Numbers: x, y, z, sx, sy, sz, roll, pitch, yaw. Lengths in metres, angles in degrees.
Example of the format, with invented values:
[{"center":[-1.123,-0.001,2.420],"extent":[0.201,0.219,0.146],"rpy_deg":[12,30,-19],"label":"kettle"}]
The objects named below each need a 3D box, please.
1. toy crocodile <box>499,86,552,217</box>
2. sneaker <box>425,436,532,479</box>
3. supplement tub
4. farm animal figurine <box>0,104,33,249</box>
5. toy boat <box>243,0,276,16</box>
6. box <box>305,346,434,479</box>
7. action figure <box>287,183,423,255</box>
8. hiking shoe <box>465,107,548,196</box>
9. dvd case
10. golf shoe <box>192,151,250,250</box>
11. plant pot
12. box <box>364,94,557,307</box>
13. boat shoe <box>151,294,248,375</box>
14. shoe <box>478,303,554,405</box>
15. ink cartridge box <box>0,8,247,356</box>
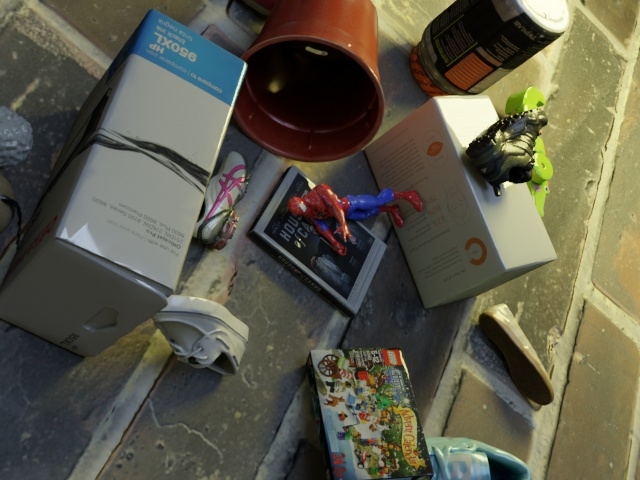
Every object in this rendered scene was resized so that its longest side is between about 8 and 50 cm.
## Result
[{"center":[0.457,-0.192,1.982],"extent":[0.105,0.115,0.340],"rpy_deg":[18,58,-31],"label":"toy crocodile"},{"center":[0.195,0.370,1.467],"extent":[0.366,0.150,0.135],"rpy_deg":[10,61,-34],"label":"sneaker"},{"center":[0.346,-0.433,1.883],"extent":[0.194,0.316,0.193],"rpy_deg":[18,58,-31],"label":"supplement tub"},{"center":[-0.522,-0.056,1.078],"extent":[0.327,0.172,0.330],"rpy_deg":[7,59,-22],"label":"farm animal figurine"},{"center":[-0.102,-0.539,1.703],"extent":[0.231,0.151,0.151],"rpy_deg":[33,52,-20],"label":"toy boat"},{"center":[0.074,0.279,1.417],"extent":[0.159,0.044,0.233],"rpy_deg":[-1,50,-14],"label":"box"},{"center":[0.067,-0.029,1.571],"extent":[0.281,0.091,0.139],"rpy_deg":[3,56,-37],"label":"action figure"},{"center":[0.351,-0.162,1.629],"extent":[0.227,0.086,0.114],"rpy_deg":[-34,104,-38],"label":"hiking shoe"},{"center":[0.000,0.000,1.589],"extent":[0.239,0.030,0.179],"rpy_deg":[40,49,-15],"label":"dvd case"},{"center":[-0.170,-0.079,1.471],"extent":[0.086,0.067,0.186],"rpy_deg":[27,54,-23],"label":"golf shoe"},{"center":[-0.007,-0.328,1.612],"extent":[0.272,0.272,0.265],"rpy_deg":[32,44,-21],"label":"plant pot"},{"center":[0.261,-0.074,1.701],"extent":[0.168,0.215,0.345],"rpy_deg":[-9,74,-41],"label":"box"},{"center":[-0.170,0.140,1.279],"extent":[0.258,0.095,0.084],"rpy_deg":[39,51,-61],"label":"boat shoe"},{"center":[0.395,0.221,1.749],"extent":[0.058,0.076,0.219],"rpy_deg":[-31,86,-38],"label":"shoe"},{"center":[-0.276,-0.074,1.237],"extent":[0.166,0.285,0.394],"rpy_deg":[28,53,-22],"label":"ink cartridge box"}]
